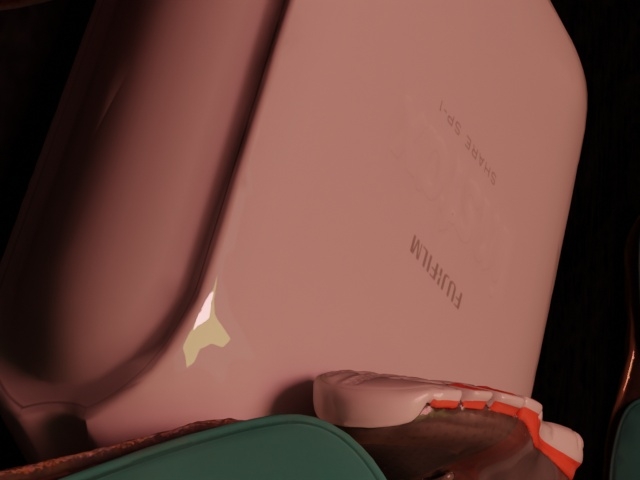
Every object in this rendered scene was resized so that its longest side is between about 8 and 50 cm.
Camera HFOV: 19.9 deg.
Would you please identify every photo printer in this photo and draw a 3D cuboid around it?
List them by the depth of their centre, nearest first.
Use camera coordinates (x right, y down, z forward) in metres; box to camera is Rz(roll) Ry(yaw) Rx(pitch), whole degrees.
[{"bbox_3d":[0.000,0.000,0.699,0.256,0.107,0.308,49,48,-47],"label":"photo printer"}]

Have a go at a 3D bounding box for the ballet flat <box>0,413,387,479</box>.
[{"bbox_3d":[-0.117,0.119,0.478,0.316,0.106,0.107,-1,51,-34],"label":"ballet flat"}]

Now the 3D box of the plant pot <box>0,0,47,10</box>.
[{"bbox_3d":[-0.106,-0.238,0.406,0.265,0.272,0.272,41,54,-42],"label":"plant pot"}]

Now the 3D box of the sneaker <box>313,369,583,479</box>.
[{"bbox_3d":[0.046,0.084,0.613,0.158,0.061,0.065,27,72,-55],"label":"sneaker"}]

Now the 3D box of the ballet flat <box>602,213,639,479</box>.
[{"bbox_3d":[0.215,0.092,1.093,0.073,0.080,0.232,47,50,-68],"label":"ballet flat"}]
